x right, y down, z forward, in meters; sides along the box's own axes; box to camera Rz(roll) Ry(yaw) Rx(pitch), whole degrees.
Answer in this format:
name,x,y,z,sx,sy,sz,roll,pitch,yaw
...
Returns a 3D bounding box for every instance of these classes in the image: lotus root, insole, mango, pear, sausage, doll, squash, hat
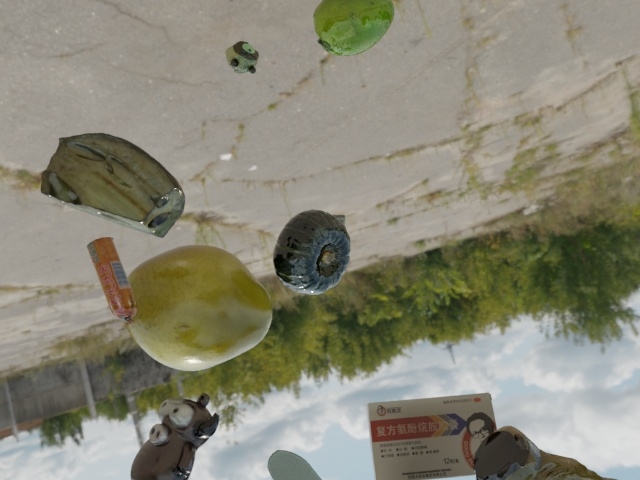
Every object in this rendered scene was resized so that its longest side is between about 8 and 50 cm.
name,x,y,z,sx,sy,sz,roll,pitch,yaw
lotus root,-0.473,-0.127,1.275,0.210,0.314,0.142,-60,173,-1
insole,-0.019,0.340,0.743,0.002,0.152,0.053,-20,-154,45
mango,0.071,-0.431,1.057,0.178,0.119,0.100,-27,-146,-19
pear,-0.345,0.188,1.525,0.419,0.362,0.362,17,160,-22
sausage,-0.235,0.047,0.612,0.031,0.107,0.031,-24,164,-8
doll,-0.314,0.437,1.133,0.182,0.257,0.117,1,148,48
squash,-0.023,0.035,1.591,0.252,0.252,0.165,-9,-153,-45
hat,-0.195,-0.450,1.351,0.076,0.059,0.077,-15,162,27

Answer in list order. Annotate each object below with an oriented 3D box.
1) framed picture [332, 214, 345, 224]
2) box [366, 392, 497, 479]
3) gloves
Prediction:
name,x,y,z,sx,sy,sz,roll,pitch,yaw
framed picture,0.000,0.000,1.795,0.150,0.015,0.203,-1,128,-7
box,0.315,0.551,1.504,0.354,0.214,0.069,-4,158,-4
gloves,0.410,0.447,0.922,0.141,0.331,0.154,-46,-168,39
